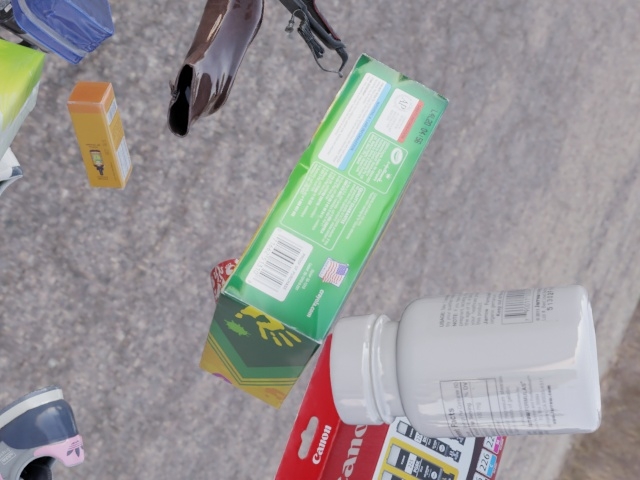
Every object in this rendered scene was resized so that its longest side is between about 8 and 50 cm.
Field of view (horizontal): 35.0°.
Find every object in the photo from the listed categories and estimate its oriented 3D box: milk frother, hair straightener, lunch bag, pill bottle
[{"bbox_3d":[-0.531,-0.408,1.785,0.135,0.129,0.143,32,39,-61],"label":"milk frother"},{"bbox_3d":[-0.032,-0.363,1.709,0.089,0.047,0.230,-46,112,-30],"label":"hair straightener"},{"bbox_3d":[-0.256,-0.223,1.008,0.065,0.067,0.098,-33,140,19],"label":"lunch bag"},{"bbox_3d":[0.132,0.113,0.923,0.131,0.229,0.131,-5,90,-73],"label":"pill bottle"}]

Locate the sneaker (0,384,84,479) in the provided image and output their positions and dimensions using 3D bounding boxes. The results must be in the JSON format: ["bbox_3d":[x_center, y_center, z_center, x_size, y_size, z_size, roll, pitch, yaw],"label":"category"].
[{"bbox_3d":[-0.473,0.345,1.525,0.319,0.131,0.112,-40,164,32],"label":"sneaker"}]

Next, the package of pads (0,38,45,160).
[{"bbox_3d":[-0.513,-0.180,1.315,0.296,0.229,0.101,-84,-167,-55],"label":"package of pads"}]

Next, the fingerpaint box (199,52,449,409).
[{"bbox_3d":[0.000,0.000,1.577,0.445,0.163,0.371,-61,179,-26],"label":"fingerpaint box"}]

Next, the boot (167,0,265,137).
[{"bbox_3d":[-0.155,-0.291,1.511,0.207,0.090,0.248,-67,174,-62],"label":"boot"}]

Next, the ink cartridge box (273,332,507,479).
[{"bbox_3d":[0.095,0.312,1.384,0.272,0.130,0.309,31,67,-26],"label":"ink cartridge box"}]

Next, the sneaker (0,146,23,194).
[{"bbox_3d":[-0.601,-0.065,1.691,0.258,0.091,0.094,-40,170,20],"label":"sneaker"}]

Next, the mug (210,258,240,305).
[{"bbox_3d":[-0.178,0.140,2.092,0.150,0.169,0.113,-39,142,27],"label":"mug"}]

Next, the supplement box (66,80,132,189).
[{"bbox_3d":[-0.455,-0.215,2.109,0.080,0.078,0.233,-79,169,-46],"label":"supplement box"}]
